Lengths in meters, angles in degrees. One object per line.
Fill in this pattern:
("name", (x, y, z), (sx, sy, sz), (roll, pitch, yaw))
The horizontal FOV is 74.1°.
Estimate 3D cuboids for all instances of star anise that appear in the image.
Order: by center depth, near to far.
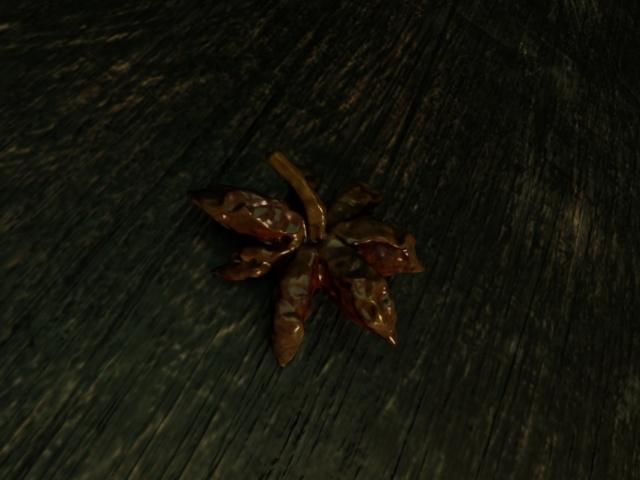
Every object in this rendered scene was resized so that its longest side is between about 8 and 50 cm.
("star anise", (-0.001, 0.006, 0.380), (0.212, 0.111, 0.196), (-1, 76, -28))
